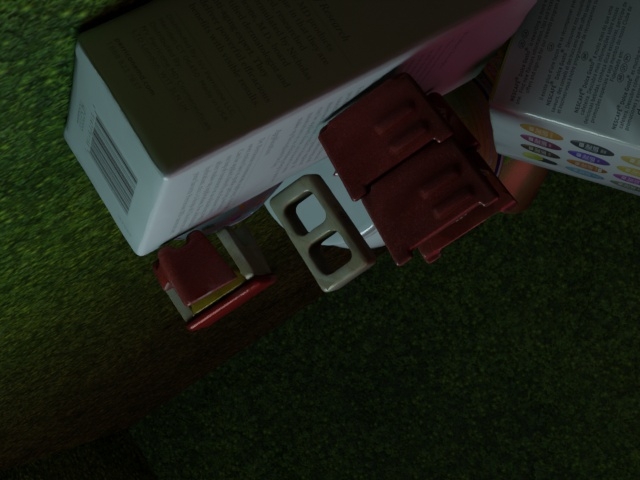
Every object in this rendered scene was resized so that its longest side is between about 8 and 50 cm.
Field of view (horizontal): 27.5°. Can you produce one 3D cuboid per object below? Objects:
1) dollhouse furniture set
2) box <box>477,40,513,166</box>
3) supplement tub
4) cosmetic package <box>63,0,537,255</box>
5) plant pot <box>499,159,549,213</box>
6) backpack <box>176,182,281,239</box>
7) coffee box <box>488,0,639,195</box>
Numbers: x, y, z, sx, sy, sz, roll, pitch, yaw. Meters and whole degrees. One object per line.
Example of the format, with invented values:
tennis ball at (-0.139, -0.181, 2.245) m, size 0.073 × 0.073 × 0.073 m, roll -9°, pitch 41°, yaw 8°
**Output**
dollhouse furniture set at (0.000, 0.000, 1.334) m, size 0.374 × 0.152 × 0.201 m, roll -35°, pitch 172°, yaw 14°
box at (0.192, -0.174, 2.047) m, size 0.279 × 0.177 × 0.290 m, roll -38°, pitch 170°, yaw 23°
supplement tub at (0.083, -0.120, 1.742) m, size 0.241 × 0.241 × 0.331 m, roll -38°, pitch 170°, yaw 30°
cosmetic package at (-0.017, -0.183, 1.304) m, size 0.453 × 0.161 × 0.230 m, roll -29°, pitch 171°, yaw -22°
plant pot at (0.335, -0.217, 2.247) m, size 0.237 × 0.237 × 0.254 m, roll -20°, pitch 151°, yaw -55°
backpack at (-0.121, -0.095, 1.497) m, size 0.188 × 0.144 × 0.166 m, roll -27°, pitch 165°, yaw -50°
coffee box at (0.405, -0.238, 1.532) m, size 0.337 × 0.334 × 0.338 m, roll 32°, pitch 76°, yaw -80°
